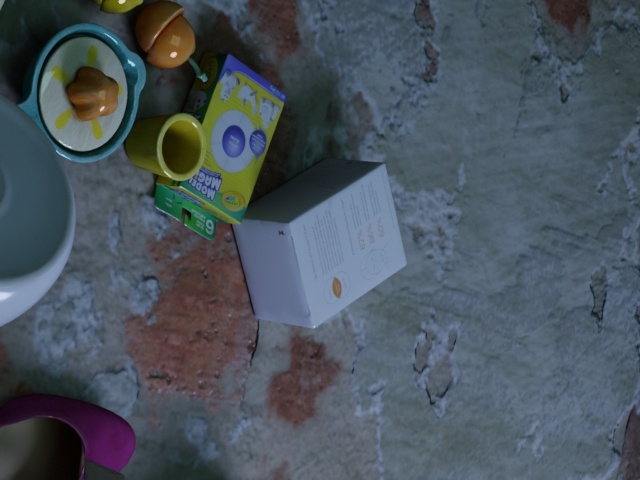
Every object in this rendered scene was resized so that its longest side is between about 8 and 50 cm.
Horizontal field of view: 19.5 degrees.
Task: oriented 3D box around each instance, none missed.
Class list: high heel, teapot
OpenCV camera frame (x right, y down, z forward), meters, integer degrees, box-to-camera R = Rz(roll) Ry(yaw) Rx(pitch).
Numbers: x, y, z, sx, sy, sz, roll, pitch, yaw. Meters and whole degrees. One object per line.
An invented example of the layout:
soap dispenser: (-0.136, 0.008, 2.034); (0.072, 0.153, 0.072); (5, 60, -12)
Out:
high heel: (-0.279, 0.225, 1.727); (0.377, 0.181, 0.127); (-10, 102, -46)
teapot: (-0.355, -0.012, 1.623); (0.256, 0.187, 0.252); (43, 41, -13)

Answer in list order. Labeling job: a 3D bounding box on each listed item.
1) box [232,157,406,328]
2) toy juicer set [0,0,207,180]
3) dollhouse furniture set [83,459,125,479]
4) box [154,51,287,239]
box: (0.000, 0.000, 2.068); (0.170, 0.091, 0.130); (-32, 118, -41)
toy juicer set: (-0.227, -0.179, 1.797); (0.329, 0.089, 0.209); (9, 89, -47)
dollhouse furniture set: (-0.181, 0.383, 1.757); (0.259, 0.135, 0.262); (27, 102, -18)
box: (-0.108, -0.097, 1.974); (0.105, 0.043, 0.179); (32, 74, -45)
